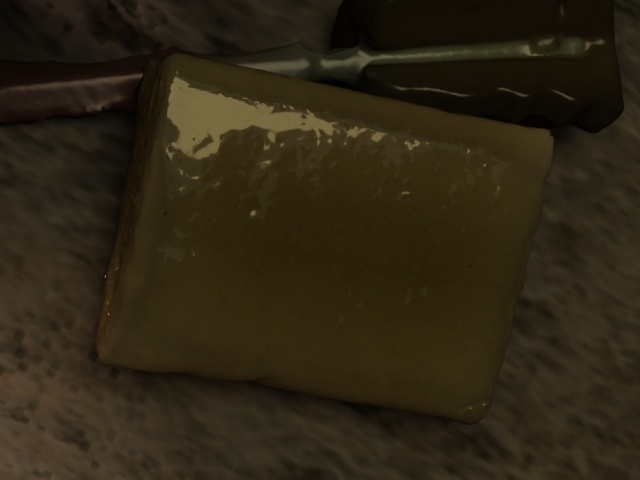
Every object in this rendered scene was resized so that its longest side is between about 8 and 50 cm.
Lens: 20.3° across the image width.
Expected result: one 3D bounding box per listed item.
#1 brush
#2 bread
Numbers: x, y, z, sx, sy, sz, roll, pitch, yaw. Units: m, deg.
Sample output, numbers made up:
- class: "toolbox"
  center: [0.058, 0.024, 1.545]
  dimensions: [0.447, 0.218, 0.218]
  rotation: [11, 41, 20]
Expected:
- class: "brush"
  center: [-0.003, -0.080, 0.803]
  dimensions: [0.301, 0.071, 0.084]
  rotation: [-5, 80, -16]
- class: "bread"
  center: [0.000, -0.001, 0.766]
  dimensions: [0.178, 0.060, 0.140]
  rotation: [12, 97, -19]
